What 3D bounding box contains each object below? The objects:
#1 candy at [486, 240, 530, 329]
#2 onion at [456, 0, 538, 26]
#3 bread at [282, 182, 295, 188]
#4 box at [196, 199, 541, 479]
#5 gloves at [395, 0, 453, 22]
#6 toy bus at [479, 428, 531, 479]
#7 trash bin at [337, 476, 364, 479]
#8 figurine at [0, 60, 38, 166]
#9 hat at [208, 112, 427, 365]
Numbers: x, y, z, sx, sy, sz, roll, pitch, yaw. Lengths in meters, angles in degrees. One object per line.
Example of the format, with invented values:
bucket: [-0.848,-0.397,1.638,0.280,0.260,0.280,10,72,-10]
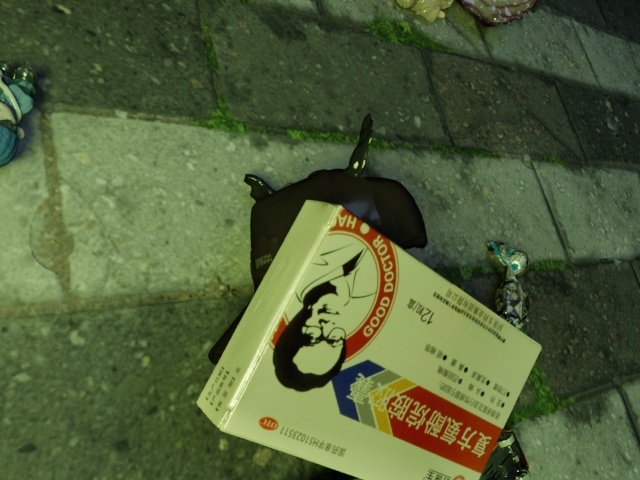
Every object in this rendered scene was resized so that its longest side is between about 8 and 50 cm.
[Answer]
candy: [0.326,0.101,1.035,0.094,0.051,0.226,17,56,-17]
onion: [0.364,-0.637,1.386,0.314,0.146,0.280,33,76,-19]
bread: [-0.023,-0.047,0.857,0.088,0.033,0.049,36,52,-15]
box: [0.074,0.135,0.610,0.353,0.069,0.214,33,82,-32]
gloves: [0.223,-0.526,1.248,0.144,0.094,0.110,-28,74,-34]
toy bus: [0.225,0.331,0.824,0.162,0.074,0.070,-23,90,-44]
trash bin: [0.051,0.387,0.654,0.176,0.101,0.236,1,64,-34]
figurine: [-0.356,-0.134,0.643,0.077,0.079,0.136,11,37,-8]
hat: [-0.029,-0.010,0.710,0.336,0.238,0.209,-33,91,-32]
